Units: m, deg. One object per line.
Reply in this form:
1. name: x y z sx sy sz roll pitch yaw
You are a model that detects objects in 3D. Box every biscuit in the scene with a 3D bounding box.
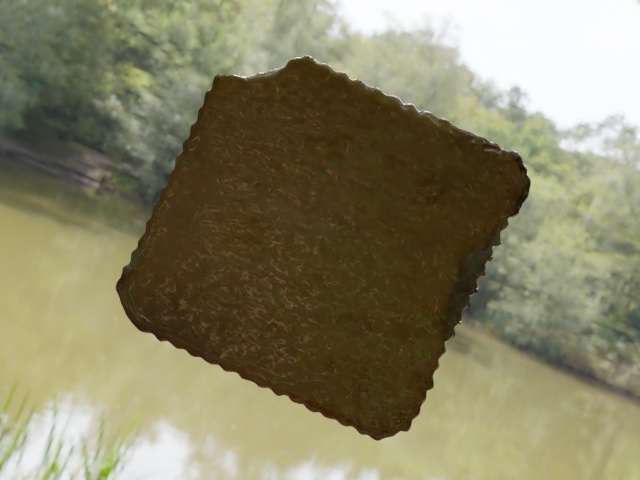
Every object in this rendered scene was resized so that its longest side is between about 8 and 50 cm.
1. biscuit: 0.000 0.000 0.826 0.237 0.232 0.013 25 6 -2
